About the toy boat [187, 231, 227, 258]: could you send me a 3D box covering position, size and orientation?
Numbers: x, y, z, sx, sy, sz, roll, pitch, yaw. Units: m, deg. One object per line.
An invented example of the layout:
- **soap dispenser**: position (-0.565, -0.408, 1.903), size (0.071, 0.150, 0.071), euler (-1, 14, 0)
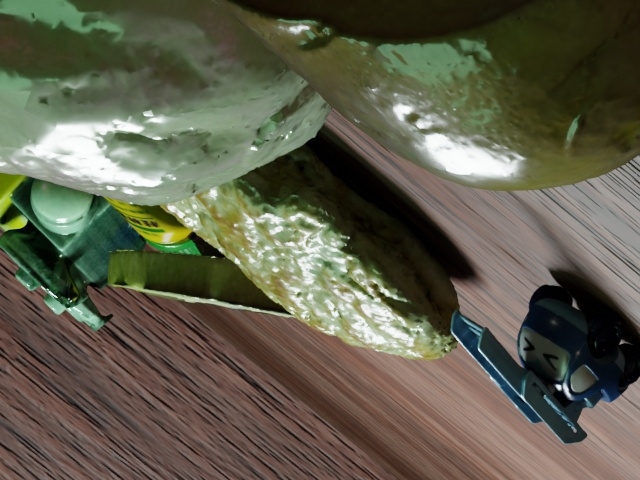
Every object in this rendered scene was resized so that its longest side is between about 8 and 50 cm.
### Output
- **toy boat**: position (-0.077, 0.003, 1.806), size (0.084, 0.066, 0.210), euler (38, 173, 16)

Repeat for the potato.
- **potato**: position (0.033, -0.086, 0.719), size (0.243, 0.098, 0.138), euler (33, 172, 40)

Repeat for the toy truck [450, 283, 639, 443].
- **toy truck**: position (0.133, 0.060, 1.153), size (0.063, 0.074, 0.136), euler (31, 168, 46)

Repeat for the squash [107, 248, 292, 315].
- **squash**: position (-0.083, 0.039, 1.747), size (0.219, 0.041, 0.219), euler (10, 176, 1)

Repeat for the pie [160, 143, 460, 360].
- **pie**: position (0.000, 0.000, 1.369), size (0.248, 0.090, 0.201), euler (42, 161, -24)

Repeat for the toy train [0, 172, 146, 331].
- **toy train**: position (-0.299, -0.060, 2.108), size (0.272, 0.179, 0.442), euler (44, 174, 5)

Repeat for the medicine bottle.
- **medicine bottle**: position (-0.150, -0.035, 1.886), size (0.111, 0.076, 0.309), euler (36, 173, 26)

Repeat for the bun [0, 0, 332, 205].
- **bun**: position (-0.139, -0.116, 0.990), size (0.293, 0.187, 0.293), euler (35, 172, 6)
